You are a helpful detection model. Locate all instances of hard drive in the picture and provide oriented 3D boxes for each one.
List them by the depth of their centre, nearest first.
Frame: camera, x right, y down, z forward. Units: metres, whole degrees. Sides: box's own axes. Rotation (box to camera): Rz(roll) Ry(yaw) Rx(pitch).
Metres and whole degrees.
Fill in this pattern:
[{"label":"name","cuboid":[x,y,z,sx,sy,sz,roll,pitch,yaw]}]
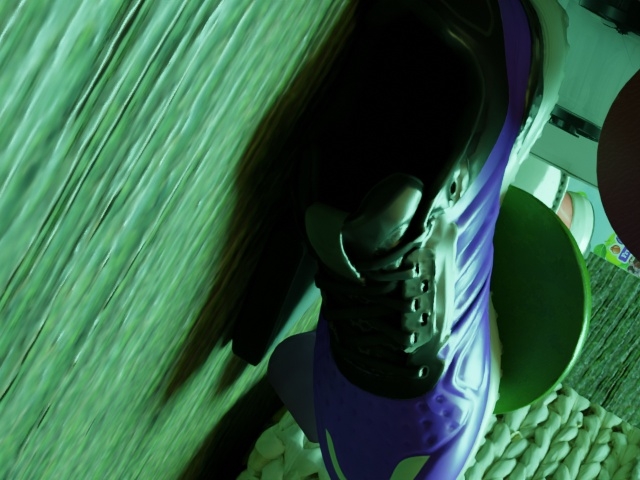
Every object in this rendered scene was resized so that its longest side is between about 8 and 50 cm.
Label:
[{"label":"hard drive","cuboid":[0.000,0.000,0.789,0.135,0.022,0.094,-47,164,-49]}]

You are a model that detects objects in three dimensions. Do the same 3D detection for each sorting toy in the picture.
[{"label":"sorting toy","cuboid":[0.135,0.016,0.784,0.365,0.127,0.126,-33,165,34]}]

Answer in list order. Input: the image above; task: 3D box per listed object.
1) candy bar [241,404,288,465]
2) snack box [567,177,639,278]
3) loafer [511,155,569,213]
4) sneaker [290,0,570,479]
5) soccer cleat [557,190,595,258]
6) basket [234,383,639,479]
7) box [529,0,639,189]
[{"label":"candy bar","cuboid":[-0.021,0.134,1.075,0.040,0.018,0.161,-59,171,18]},{"label":"snack box","cuboid":[0.276,-0.040,1.463,0.070,0.207,0.174,-62,168,13]},{"label":"loafer","cuboid":[0.123,0.049,1.209,0.319,0.112,0.111,-62,-159,13]},{"label":"sneaker","cuboid":[0.031,0.006,0.684,0.146,0.102,0.293,-11,113,-62]},{"label":"soccer cleat","cuboid":[0.135,0.043,1.397,0.318,0.116,0.108,-47,-152,41]},{"label":"basket","cuboid":[0.059,0.259,1.042,0.328,0.266,0.331,-58,169,26]},{"label":"box","cuboid":[0.162,-0.132,0.795,0.087,0.169,0.290,-59,168,-16]}]
